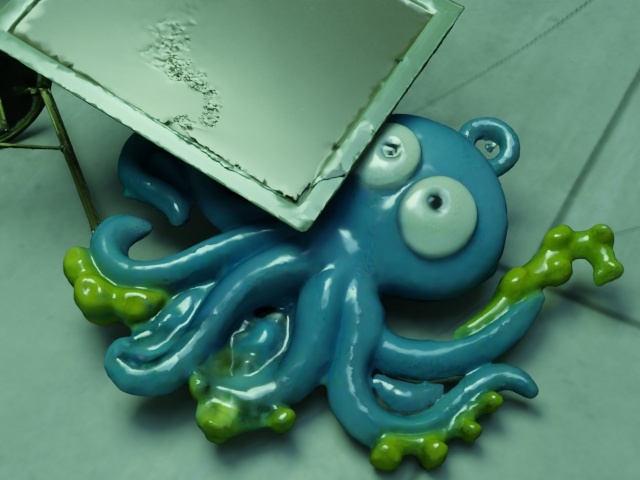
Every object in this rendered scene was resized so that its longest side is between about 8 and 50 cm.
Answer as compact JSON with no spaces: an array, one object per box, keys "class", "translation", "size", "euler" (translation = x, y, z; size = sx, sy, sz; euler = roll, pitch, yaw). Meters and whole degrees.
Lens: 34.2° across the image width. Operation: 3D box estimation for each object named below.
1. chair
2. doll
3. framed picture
[{"class":"chair","translation":[-0.293,-0.131,0.820],"size":[0.159,0.170,0.326],"euler":[-30,52,5]},{"class":"doll","translation":[0.000,0.000,0.726],"size":[0.341,0.099,0.346],"euler":[-34,68,-18]},{"class":"framed picture","translation":[-0.067,-0.151,0.735],"size":[0.273,0.016,0.216],"euler":[32,69,11]}]
